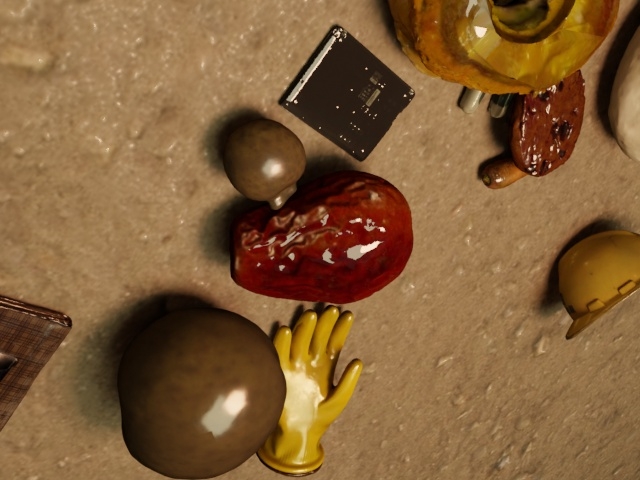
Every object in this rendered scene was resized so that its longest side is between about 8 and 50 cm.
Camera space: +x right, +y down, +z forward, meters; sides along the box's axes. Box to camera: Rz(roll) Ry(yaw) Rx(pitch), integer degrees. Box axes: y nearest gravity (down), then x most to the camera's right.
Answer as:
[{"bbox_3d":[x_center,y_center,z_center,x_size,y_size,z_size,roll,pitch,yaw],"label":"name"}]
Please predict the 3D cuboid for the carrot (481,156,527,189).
[{"bbox_3d":[0.348,-0.131,1.289,0.191,0.047,0.047,-22,131,-23],"label":"carrot"}]

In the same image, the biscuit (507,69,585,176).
[{"bbox_3d":[0.361,-0.193,1.217,0.192,0.049,0.192,-19,117,-43],"label":"biscuit"}]

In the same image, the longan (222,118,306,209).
[{"bbox_3d":[-0.068,-0.097,0.987,0.106,0.106,0.119,-30,113,-13],"label":"longan"}]

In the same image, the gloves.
[{"bbox_3d":[-0.023,0.235,1.273,0.133,0.116,0.294,-6,118,-40],"label":"gloves"}]

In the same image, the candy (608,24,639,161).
[{"bbox_3d":[0.669,-0.298,1.297,0.427,0.186,0.386,-37,139,0],"label":"candy"}]

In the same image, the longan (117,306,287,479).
[{"bbox_3d":[-0.171,0.213,1.070,0.248,0.248,0.248,-18,130,-23],"label":"longan"}]

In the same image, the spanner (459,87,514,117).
[{"bbox_3d":[0.293,-0.327,1.110,0.096,0.040,0.324,-1,123,-33],"label":"spanner"}]

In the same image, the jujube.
[{"bbox_3d":[0.000,0.000,1.072,0.255,0.190,0.189,-5,126,-11],"label":"jujube"}]

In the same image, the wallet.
[{"bbox_3d":[-0.427,0.176,0.988,0.124,0.042,0.230,25,107,-45],"label":"wallet"}]

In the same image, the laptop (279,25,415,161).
[{"bbox_3d":[0.041,-0.194,1.054,0.180,0.016,0.129,29,102,-42],"label":"laptop"}]

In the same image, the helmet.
[{"bbox_3d":[0.539,0.062,1.496,0.257,0.140,0.205,-37,168,7],"label":"helmet"}]

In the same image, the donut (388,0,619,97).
[{"bbox_3d":[0.229,-0.331,0.961,0.330,0.160,0.329,-6,122,-10],"label":"donut"}]
